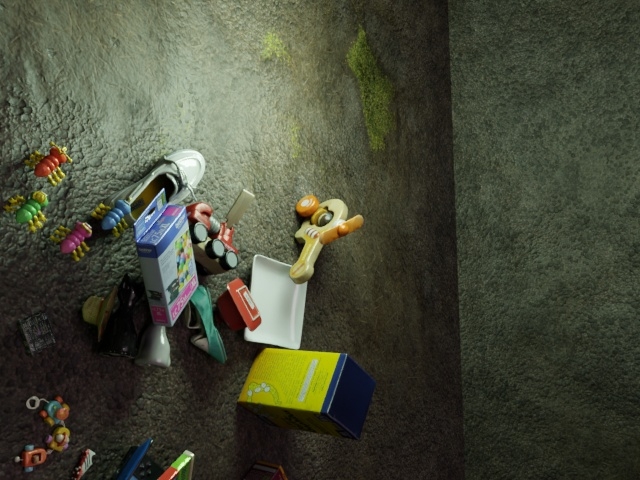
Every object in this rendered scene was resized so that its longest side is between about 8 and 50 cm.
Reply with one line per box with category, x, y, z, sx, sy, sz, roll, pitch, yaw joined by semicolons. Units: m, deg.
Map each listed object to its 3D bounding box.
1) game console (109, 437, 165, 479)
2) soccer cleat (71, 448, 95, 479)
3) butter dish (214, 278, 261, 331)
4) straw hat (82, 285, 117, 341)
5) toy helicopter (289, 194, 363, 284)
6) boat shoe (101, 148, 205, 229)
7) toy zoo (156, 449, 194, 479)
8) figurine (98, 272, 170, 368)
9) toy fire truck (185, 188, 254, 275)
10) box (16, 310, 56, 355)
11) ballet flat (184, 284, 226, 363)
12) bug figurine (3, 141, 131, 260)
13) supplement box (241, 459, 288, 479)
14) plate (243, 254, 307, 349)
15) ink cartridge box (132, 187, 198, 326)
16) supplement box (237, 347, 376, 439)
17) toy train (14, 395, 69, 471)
game console;-0.468;0.666;1.592;0.250;0.173;0.293;58;46;-32
soccer cleat;-0.576;0.552;1.579;0.035;0.029;0.083;39;53;-39
butter dish;-0.264;0.211;1.950;0.160;0.118;0.160;62;9;-1
straw hat;-0.556;0.174;1.603;0.061;0.144;0.144;16;69;-9
toy helicopter;0.000;0.000;2.208;0.140;0.235;0.355;52;49;-37
boat shoe;-0.409;-0.150;1.749;0.367;0.156;0.136;-41;119;-46
toy zoo;-0.425;0.699;1.654;0.293;0.030;0.192;-38;144;-60
figurine;-0.463;0.214;1.698;0.215;0.092;0.209;39;53;-55
toy fire truck;-0.309;-0.052;1.898;0.217;0.158;0.246;46;41;-40
box;-0.659;0.215;1.506;0.067;0.018;0.083;-30;111;-49
ballet flat;-0.344;0.253;1.880;0.087;0.083;0.247;-19;104;-27
bug figurine;-0.586;-0.084;1.518;0.279;0.072;0.216;41;61;-20
supplement box;-0.196;0.781;1.994;0.188;0.104;0.081;-45;122;-44
plate;-0.154;0.208;2.146;0.277;0.045;0.278;21;71;-49
ink cartridge box;-0.390;0.045;1.658;0.186;0.065;0.311;-67;157;-54
supplement box;-0.043;0.471;2.012;0.194;0.356;0.195;48;52;-39
toy train;-0.633;0.445;1.498;0.125;0.046;0.166;11;78;-52
